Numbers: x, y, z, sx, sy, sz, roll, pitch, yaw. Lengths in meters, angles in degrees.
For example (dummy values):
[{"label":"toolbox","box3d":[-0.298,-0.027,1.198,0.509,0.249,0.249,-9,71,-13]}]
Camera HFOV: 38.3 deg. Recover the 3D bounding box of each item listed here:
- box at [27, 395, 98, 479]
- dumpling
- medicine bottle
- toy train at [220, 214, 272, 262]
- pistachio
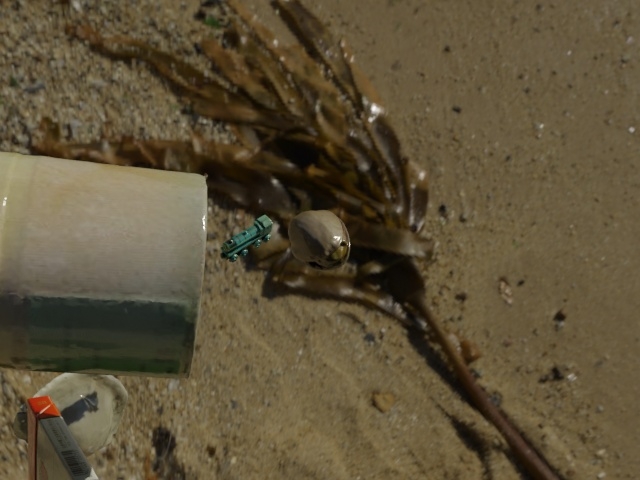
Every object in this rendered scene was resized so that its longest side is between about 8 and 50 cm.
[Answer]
[{"label":"box","box3d":[-0.322,0.301,1.141,0.035,0.245,0.139,-4,107,-29]},{"label":"dumpling","box3d":[-0.379,0.265,1.455,0.111,0.155,0.181,31,19,11]},{"label":"medicine bottle","box3d":[-0.335,0.023,0.996,0.406,0.235,0.235,5,63,-12]},{"label":"toy train","box3d":[-0.109,-0.001,1.361,0.092,0.045,0.029,-32,64,-29]},{"label":"pistachio","box3d":[0.000,0.000,1.723,0.113,0.113,0.149,-28,38,-22]}]
